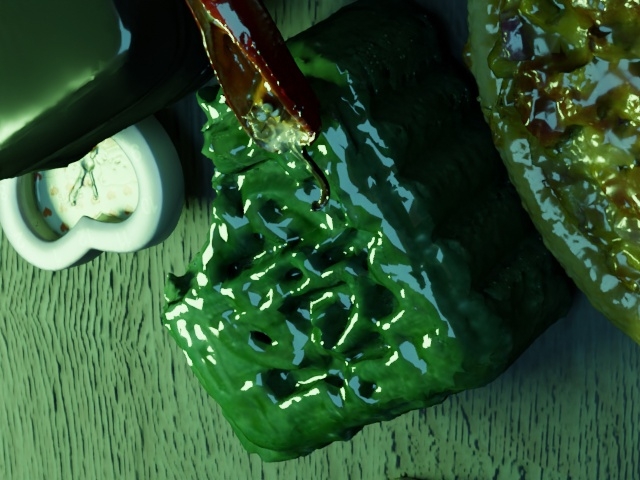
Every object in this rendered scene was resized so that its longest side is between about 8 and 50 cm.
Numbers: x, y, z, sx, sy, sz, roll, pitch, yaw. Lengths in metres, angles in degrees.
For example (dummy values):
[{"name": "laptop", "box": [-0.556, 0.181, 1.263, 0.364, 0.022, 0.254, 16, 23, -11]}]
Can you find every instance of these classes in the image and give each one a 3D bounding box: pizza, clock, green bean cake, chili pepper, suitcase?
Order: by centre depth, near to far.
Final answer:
[{"name": "chili pepper", "box": [-0.050, -0.131, 1.242, 0.059, 0.050, 0.268, -4, 126, 44]}, {"name": "pizza", "box": [0.229, -0.105, 1.278, 0.277, 0.114, 0.409, 2, 115, 37]}, {"name": "suitcase", "box": [-0.243, -0.238, 1.425, 0.339, 0.188, 0.345, -27, 80, 39]}, {"name": "green bean cake", "box": [0.000, 0.000, 1.429, 0.308, 0.169, 0.300, -26, 96, 39]}, {"name": "clock", "box": [-0.203, -0.068, 1.587, 0.198, 0.064, 0.172, -15, 92, 35]}]

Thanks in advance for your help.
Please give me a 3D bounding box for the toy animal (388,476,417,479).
[{"name": "toy animal", "box": [0.030, 0.258, 1.518, 0.131, 0.181, 0.127, 33, 126, 15]}]
